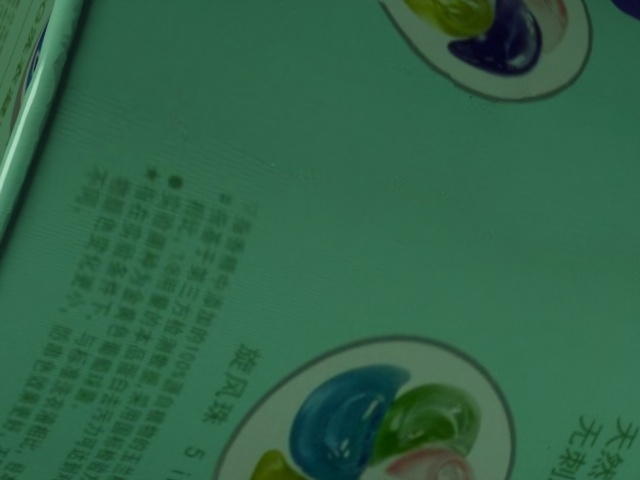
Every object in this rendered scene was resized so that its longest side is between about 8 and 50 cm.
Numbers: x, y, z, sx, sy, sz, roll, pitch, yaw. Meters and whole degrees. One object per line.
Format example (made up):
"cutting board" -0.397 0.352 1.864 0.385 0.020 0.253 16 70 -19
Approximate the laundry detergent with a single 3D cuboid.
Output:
"laundry detergent" 0.000 0.000 0.502 0.287 0.305 0.287 -42 38 45
